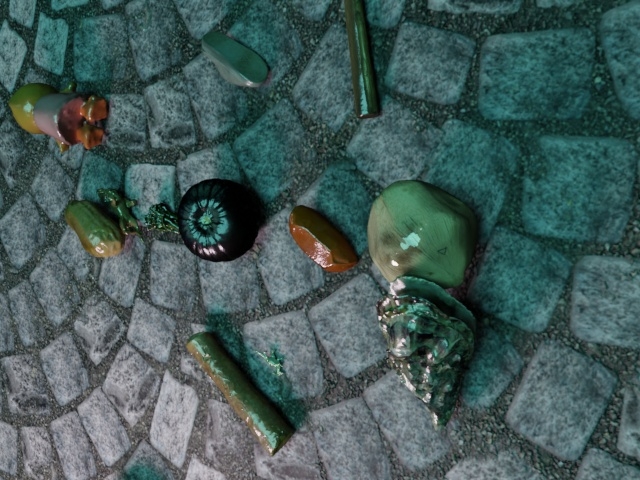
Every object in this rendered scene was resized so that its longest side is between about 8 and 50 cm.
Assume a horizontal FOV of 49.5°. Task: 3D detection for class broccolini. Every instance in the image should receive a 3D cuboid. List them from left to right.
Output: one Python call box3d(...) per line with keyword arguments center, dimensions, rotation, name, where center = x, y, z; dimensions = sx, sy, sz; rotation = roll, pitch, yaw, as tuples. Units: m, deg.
box3d(center=(-0.361, -0.042, 1.744), dimensions=(0.201, 0.058, 0.074), rotation=(17, 111, 32), name="broccolini")

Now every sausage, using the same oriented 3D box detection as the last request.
box3d(center=(0.000, 0.000, 1.492), dimensions=(0.179, 0.089, 0.089), rotation=(44, 116, 12), name="sausage")

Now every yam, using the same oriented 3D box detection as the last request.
box3d(center=(-0.199, 0.355, 1.661), dimensions=(0.356, 0.081, 0.081), rotation=(46, 117, 20), name="yam")

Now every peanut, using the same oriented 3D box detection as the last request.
box3d(center=(-0.620, -0.034, 1.890), dimensions=(0.236, 0.120, 0.110), rotation=(37, 83, 33), name="peanut")

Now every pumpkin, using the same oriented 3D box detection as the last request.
box3d(center=(-0.236, -0.046, 1.614), dimensions=(0.202, 0.140, 0.202), rotation=(0, 91, 19), name="pumpkin")

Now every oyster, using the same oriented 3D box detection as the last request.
box3d(center=(0.205, 0.216, 1.303), dimensions=(0.162, 0.158, 0.351), rotation=(22, 135, 45), name="oyster")

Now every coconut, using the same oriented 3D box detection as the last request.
box3d(center=(0.193, -0.003, 1.296), dimensions=(0.224, 0.224, 0.224), rotation=(3, 96, 34), name="coconut")

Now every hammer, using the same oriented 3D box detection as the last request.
box3d(center=(0.070, -0.471, 1.425), dimensions=(0.168, 0.044, 0.440), rotation=(-9, 89, 33), name="hammer")

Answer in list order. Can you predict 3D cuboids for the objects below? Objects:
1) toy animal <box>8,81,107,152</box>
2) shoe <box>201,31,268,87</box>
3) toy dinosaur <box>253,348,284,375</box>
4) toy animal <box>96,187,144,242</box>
box3d(center=(-0.731, -0.347, 1.898), dimensions=(0.281, 0.169, 0.195), rotation=(20, 102, 30), name="toy animal")
box3d(center=(-0.199, -0.406, 1.606), dimensions=(0.195, 0.079, 0.078), rotation=(41, 150, 15), name="shoe")
box3d(center=(-0.118, 0.287, 1.635), dimensions=(0.083, 0.021, 0.062), rotation=(1, 108, 33), name="toy dinosaur")
box3d(center=(-0.521, -0.075, 1.846), dimensions=(0.220, 0.069, 0.086), rotation=(51, 140, 25), name="toy animal")
